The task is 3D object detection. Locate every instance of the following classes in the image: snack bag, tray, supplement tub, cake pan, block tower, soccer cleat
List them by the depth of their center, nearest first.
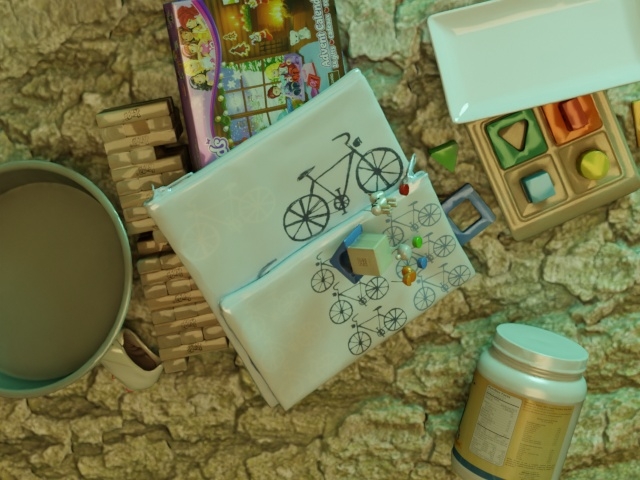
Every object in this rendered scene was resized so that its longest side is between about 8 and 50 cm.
[{"bbox_3d":[0.000,0.000,1.331,0.323,0.037,0.342,-33,116,-9],"label":"snack bag"},{"bbox_3d":[0.277,-0.238,1.341,0.270,0.030,0.145,-13,84,2],"label":"tray"},{"bbox_3d":[-0.359,0.048,1.346,0.293,0.054,0.293,-1,84,15],"label":"cake pan"},{"bbox_3d":[-0.189,-0.009,1.369,0.097,0.091,0.335,-11,104,2],"label":"block tower"},{"bbox_3d":[-0.291,0.126,1.407,0.196,0.068,0.076,33,129,-15],"label":"soccer cleat"},{"bbox_3d":[0.261,0.223,1.411,0.144,0.144,0.199,13,103,-5],"label":"supplement tub"}]

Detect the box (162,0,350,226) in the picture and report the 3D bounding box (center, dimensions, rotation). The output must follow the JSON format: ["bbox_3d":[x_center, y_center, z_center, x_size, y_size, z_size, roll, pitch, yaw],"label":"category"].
[{"bbox_3d":[-0.064,-0.159,1.323,0.201,0.057,0.293,-14,105,-17],"label":"box"}]

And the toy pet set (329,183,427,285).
[{"bbox_3d":[0.067,0.006,1.318,0.065,0.114,0.122,4,123,33],"label":"toy pet set"}]

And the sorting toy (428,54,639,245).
[{"bbox_3d":[0.299,-0.114,1.379,0.348,0.047,0.196,-24,103,4],"label":"sorting toy"}]
